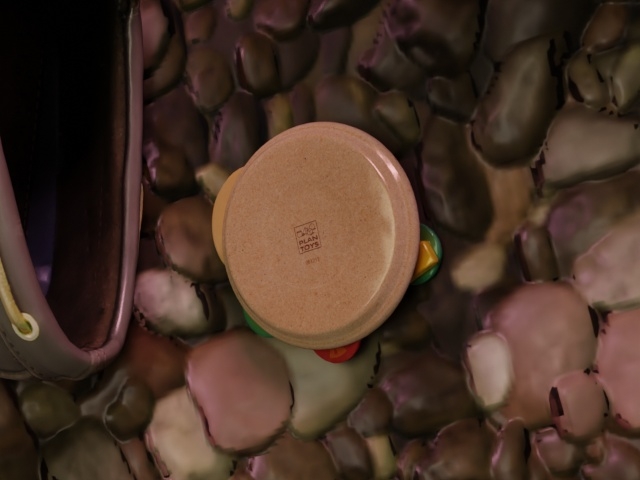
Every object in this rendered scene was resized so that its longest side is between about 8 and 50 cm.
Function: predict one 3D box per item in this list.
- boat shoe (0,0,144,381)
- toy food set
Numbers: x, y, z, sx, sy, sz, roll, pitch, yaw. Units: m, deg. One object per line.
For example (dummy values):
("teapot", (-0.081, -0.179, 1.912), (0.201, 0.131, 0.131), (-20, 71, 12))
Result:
("boat shoe", (-0.108, -0.099, 0.676), (0.091, 0.109, 0.305), (6, 96, 30))
("toy food set", (0.000, 0.000, 0.653), (0.083, 0.020, 0.082), (-35, 71, 24))
